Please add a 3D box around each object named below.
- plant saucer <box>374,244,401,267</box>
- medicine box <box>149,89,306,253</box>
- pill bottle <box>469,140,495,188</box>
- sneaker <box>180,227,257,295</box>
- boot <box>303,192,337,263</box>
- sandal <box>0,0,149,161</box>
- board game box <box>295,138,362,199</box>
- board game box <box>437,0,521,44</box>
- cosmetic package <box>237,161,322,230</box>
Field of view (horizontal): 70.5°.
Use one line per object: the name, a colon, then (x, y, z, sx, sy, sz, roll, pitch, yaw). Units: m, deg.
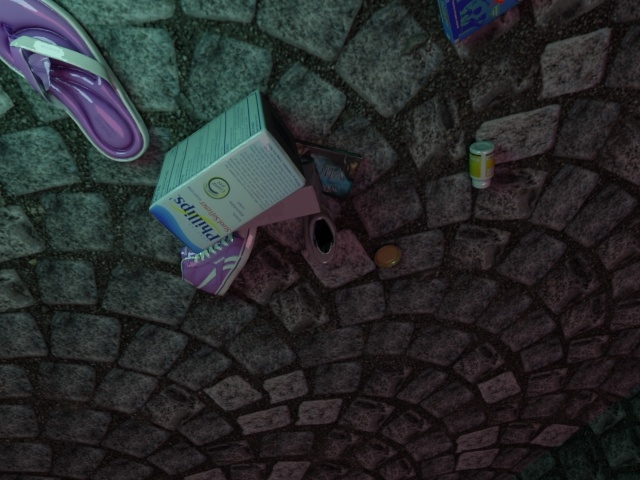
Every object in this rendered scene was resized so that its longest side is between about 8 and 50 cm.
plant saucer: (0.202, 0.045, 1.367, 0.083, 0.015, 0.083, -6, 126, -8)
medicine box: (-0.202, -0.157, 0.993, 0.289, 0.263, 0.149, -32, 124, 11)
pill bottle: (0.432, -0.201, 1.213, 0.065, 0.065, 0.116, -14, 126, -2)
sneaker: (-0.282, 0.028, 1.209, 0.161, 0.102, 0.282, 24, 117, -21)
boot: (0.000, 0.000, 1.217, 0.095, 0.123, 0.258, -12, 134, 1)
sandal: (-0.509, -0.327, 0.913, 0.169, 0.102, 0.416, -33, 124, 12)
board game box: (0.000, -0.181, 1.164, 0.186, 0.026, 0.126, 9, 122, -17)
board game box: (0.349, -0.534, 0.940, 0.210, 0.047, 0.160, -32, 149, 11)
cosmetic package: (-0.115, -0.106, 1.113, 0.231, 0.117, 0.085, -10, 128, 13)
